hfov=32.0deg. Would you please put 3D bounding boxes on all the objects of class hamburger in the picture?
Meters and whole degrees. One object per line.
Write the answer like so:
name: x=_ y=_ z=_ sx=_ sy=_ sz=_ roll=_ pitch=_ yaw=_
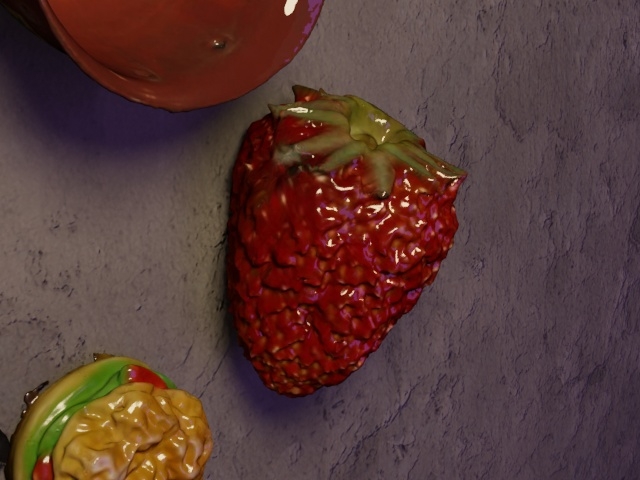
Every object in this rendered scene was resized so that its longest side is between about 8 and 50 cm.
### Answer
hamburger: x=-0.216 y=0.251 z=1.237 sx=0.237 sy=0.149 sz=0.237 roll=-20 pitch=117 yaw=-44

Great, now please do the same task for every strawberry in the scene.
strawberry: x=0.001 y=-0.001 z=1.340 sx=0.292 sy=0.292 sz=0.343 roll=-4 pitch=130 yaw=-47

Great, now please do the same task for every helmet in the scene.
helmet: x=-0.182 y=-0.305 z=1.009 sx=0.385 sy=0.230 sz=0.338 roll=22 pitch=89 yaw=-58

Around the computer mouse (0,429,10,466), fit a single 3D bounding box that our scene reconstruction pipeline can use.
computer mouse: x=-0.363 y=0.213 z=1.136 sx=0.079 sy=0.047 sz=0.135 roll=-56 pitch=139 yaw=-17
